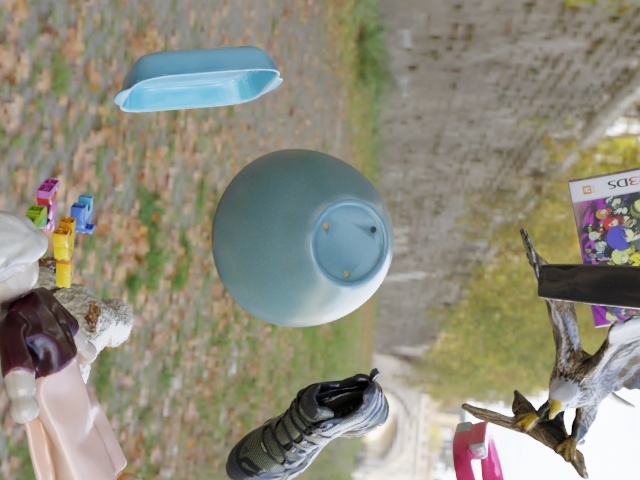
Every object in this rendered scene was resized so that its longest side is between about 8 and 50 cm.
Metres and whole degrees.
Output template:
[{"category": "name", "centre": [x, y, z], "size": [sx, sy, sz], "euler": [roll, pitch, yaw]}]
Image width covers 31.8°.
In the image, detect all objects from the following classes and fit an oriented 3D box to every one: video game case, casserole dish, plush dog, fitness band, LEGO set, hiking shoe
[{"category": "video game case", "centre": [0.500, 0.003, 1.702], "size": [0.042, 0.210, 0.232], "euler": [-32, 112, -76]}, {"category": "casserole dish", "centre": [-0.134, -0.177, 1.219], "size": [0.114, 0.188, 0.037], "euler": [150, -69, -64]}, {"category": "plush dog", "centre": [-0.498, 0.141, 2.076], "size": [0.262, 0.225, 0.210], "euler": [-54, 165, -34]}, {"category": "fitness band", "centre": [0.263, 0.399, 1.776], "size": [0.291, 0.054, 0.209], "euler": [-29, 103, -77]}, {"category": "LEGO set", "centre": [-0.359, 0.005, 1.504], "size": [0.227, 0.087, 0.093], "euler": [-80, 178, -66]}, {"category": "video game case", "centre": [0.351, 0.045, 0.875], "size": [0.275, 0.248, 0.035], "euler": [180, -86, -66]}, {"category": "hiking shoe", "centre": [-0.024, 0.226, 1.414], "size": [0.086, 0.227, 0.114], "euler": [54, -13, 36]}]

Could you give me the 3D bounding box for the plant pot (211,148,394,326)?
[{"category": "plant pot", "centre": [0.000, 0.000, 1.744], "size": [0.195, 0.290, 0.290], "euler": [6, -89, 64]}]

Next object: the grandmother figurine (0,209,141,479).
[{"category": "grandmother figurine", "centre": [-0.288, 0.130, 1.162], "size": [0.208, 0.104, 0.342], "euler": [-120, -168, -79]}]

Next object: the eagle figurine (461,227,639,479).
[{"category": "eagle figurine", "centre": [0.329, 0.146, 1.408], "size": [0.225, 0.226, 0.298], "euler": [-99, -161, -63]}]
